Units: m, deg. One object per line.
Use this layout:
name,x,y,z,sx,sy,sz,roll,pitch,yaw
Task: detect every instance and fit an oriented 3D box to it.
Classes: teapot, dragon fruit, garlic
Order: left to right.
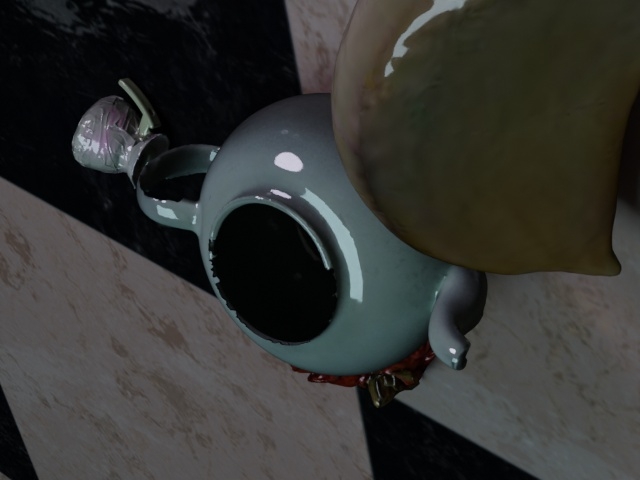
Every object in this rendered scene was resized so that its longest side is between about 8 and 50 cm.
teapot,-0.157,-0.086,1.281,0.064,0.064,0.083,31,115,17
teapot,0.000,0.000,1.051,0.294,0.129,0.193,23,124,28
dragon fruit,0.027,0.079,1.192,0.106,0.083,0.162,40,146,10
garlic,0.119,-0.119,0.820,0.196,0.151,0.338,19,139,0
